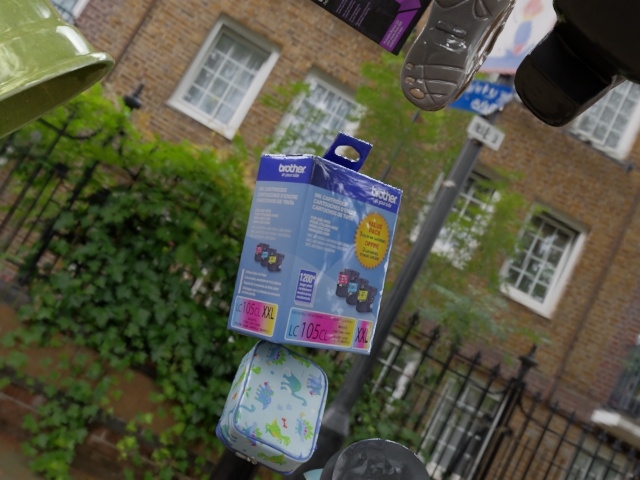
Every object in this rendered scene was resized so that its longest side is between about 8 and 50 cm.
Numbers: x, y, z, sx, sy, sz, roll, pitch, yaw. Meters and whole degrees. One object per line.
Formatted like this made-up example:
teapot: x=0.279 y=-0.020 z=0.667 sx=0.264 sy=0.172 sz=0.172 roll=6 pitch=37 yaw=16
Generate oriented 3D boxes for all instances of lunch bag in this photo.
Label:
lunch bag: x=-0.081 y=0.305 z=1.447 sx=0.176 sy=0.219 sz=0.090 roll=29 pitch=-47 yaw=-13

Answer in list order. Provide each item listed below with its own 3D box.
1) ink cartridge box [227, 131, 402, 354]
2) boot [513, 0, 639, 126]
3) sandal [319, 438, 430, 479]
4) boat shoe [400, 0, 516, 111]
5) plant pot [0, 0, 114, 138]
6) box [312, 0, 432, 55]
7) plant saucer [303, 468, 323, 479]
ink cartridge box: x=0.000 y=0.000 z=1.487 sx=0.151 sy=0.395 sz=0.270 roll=6 pitch=-6 yaw=43
boot: x=0.291 y=-0.213 z=0.566 sx=0.096 sy=0.280 sz=0.264 roll=48 pitch=-8 yaw=10
sandal: x=0.039 y=0.238 z=0.440 sx=0.097 sy=0.254 sz=0.054 roll=5 pitch=-26 yaw=-25
boat shoe: x=0.232 y=-0.347 z=1.239 sx=0.123 sy=0.324 sz=0.116 roll=35 pitch=6 yaw=17
plant pot: x=-0.405 y=-0.237 z=0.839 sx=0.253 sy=0.276 sz=0.276 roll=61 pitch=-18 yaw=-10
box: x=0.057 y=-0.317 z=0.962 sx=0.162 sy=0.116 sz=0.029 roll=32 pitch=25 yaw=-2
plant saucer: x=0.102 y=0.354 z=0.831 sx=0.317 sy=0.044 sz=0.317 roll=47 pitch=-9 yaw=10
